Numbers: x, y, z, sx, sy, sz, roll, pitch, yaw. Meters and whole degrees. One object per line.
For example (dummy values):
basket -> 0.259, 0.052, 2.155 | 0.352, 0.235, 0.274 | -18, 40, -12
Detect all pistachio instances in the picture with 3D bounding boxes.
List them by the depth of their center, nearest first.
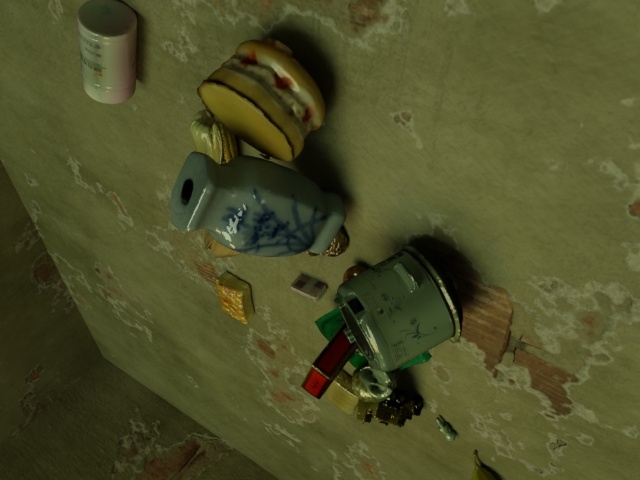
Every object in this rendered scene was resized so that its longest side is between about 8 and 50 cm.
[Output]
pistachio -> -0.294, -0.015, 1.971 | 0.157, 0.157, 0.229 | 45, 151, -1

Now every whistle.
whistle -> 0.405, 0.611, 2.026 | 0.100, 0.035, 0.035 | 53, 145, -10

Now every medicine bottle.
medicine bottle -> -0.584, -0.515, 1.728 | 0.152, 0.152, 0.254 | 38, 145, 9

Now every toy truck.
toy truck -> 0.217, 0.525, 1.978 | 0.127, 0.127, 0.257 | 4, 167, 39

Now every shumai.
shumai -> 0.008, 0.000, 1.735 | 0.123, 0.105, 0.139 | 2, 153, 41

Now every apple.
apple -> 0.104, 0.112, 1.756 | 0.084, 0.084, 0.071 | 31, -179, 19

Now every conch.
conch -> 0.156, 0.415, 1.829 | 0.116, 0.106, 0.173 | 54, 131, 7

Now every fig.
fig -> 0.536, 0.763, 2.045 | 0.093, 0.093, 0.166 | -6, 83, 49

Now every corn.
corn -> -0.294, -0.231, 1.760 | 0.123, 0.122, 0.305 | 29, 145, 23

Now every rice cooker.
rice cooker -> 0.200, 0.160, 1.530 | 0.316, 0.317, 0.264 | 85, 158, -45

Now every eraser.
eraser -> -0.037, 0.148, 1.955 | 0.105, 0.065, 0.026 | 21, 139, 29

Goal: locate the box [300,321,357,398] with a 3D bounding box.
box -> 0.051, 0.294, 1.676 | 0.074, 0.240, 0.153 | 37, 146, 6

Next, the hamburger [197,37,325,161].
hamburger -> -0.127, -0.325, 1.419 | 0.303, 0.186, 0.261 | 14, 154, 51

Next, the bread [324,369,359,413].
bread -> 0.085, 0.550, 2.268 | 0.139, 0.060, 0.178 | 36, 146, 13

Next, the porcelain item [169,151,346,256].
porcelain item -> -0.142, -0.077, 1.519 | 0.242, 0.405, 0.178 | -60, 40, 23

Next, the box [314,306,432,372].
box -> 0.159, 0.264, 1.843 | 0.264, 0.106, 0.337 | 46, 147, -3

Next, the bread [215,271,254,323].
bread -> -0.314, 0.215, 2.314 | 0.126, 0.068, 0.188 | 27, 143, 23
